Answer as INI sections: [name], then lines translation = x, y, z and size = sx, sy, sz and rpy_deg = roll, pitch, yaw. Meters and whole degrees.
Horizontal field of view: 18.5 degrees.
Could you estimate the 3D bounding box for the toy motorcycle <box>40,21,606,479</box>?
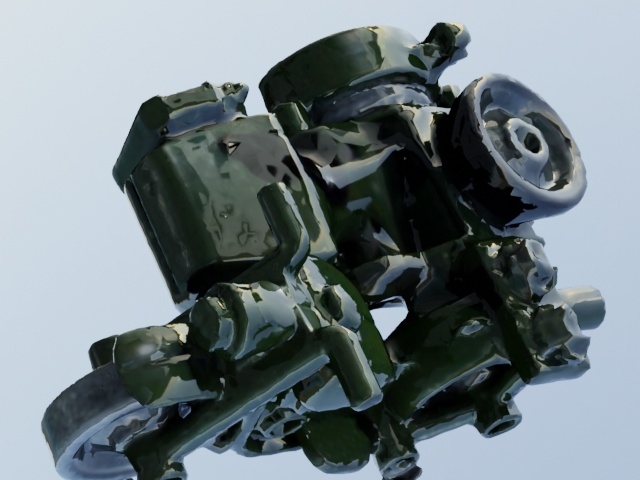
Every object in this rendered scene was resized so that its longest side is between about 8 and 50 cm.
[toy motorcycle]
translation = 0.000, 0.000, 0.818
size = 0.127, 0.275, 0.205
rpy_deg = -48, -123, 43
